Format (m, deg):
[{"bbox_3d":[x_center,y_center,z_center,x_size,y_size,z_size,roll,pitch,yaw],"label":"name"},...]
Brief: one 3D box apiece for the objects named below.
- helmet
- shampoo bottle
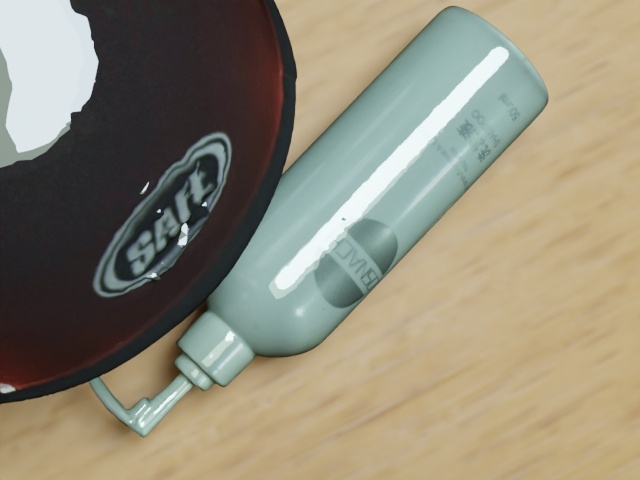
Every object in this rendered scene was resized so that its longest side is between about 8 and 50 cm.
[{"bbox_3d":[-0.112,-0.045,0.598,0.216,0.193,0.189,31,79,38],"label":"helmet"},{"bbox_3d":[0.000,0.000,0.665,0.056,0.056,0.195,43,83,-3],"label":"shampoo bottle"}]
